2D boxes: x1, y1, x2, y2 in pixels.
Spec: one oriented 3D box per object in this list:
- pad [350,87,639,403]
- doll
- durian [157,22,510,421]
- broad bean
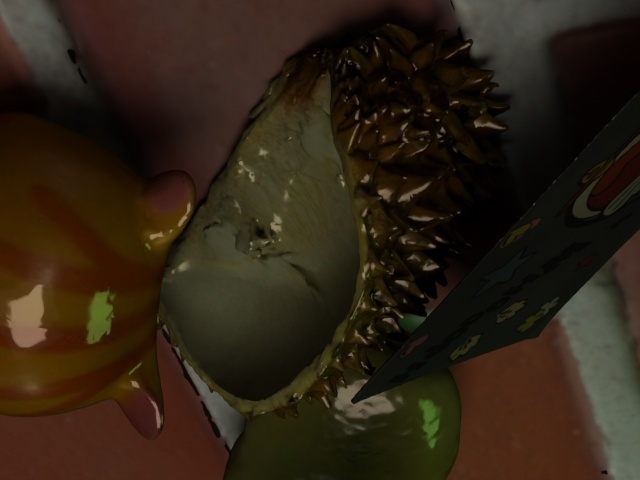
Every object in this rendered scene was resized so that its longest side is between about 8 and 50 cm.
[{"bbox_3d":[0.132,-0.009,0.845,0.170,0.006,0.245,-15,152,-49],"label":"pad"},{"bbox_3d":[-0.208,0.003,0.849,0.269,0.162,0.167,4,119,-15],"label":"doll"},{"bbox_3d":[0.000,0.000,0.874,0.139,0.144,0.252,34,135,2],"label":"durian"},{"bbox_3d":[0.011,0.124,0.998,0.124,0.082,0.174,27,130,-18],"label":"broad bean"}]
